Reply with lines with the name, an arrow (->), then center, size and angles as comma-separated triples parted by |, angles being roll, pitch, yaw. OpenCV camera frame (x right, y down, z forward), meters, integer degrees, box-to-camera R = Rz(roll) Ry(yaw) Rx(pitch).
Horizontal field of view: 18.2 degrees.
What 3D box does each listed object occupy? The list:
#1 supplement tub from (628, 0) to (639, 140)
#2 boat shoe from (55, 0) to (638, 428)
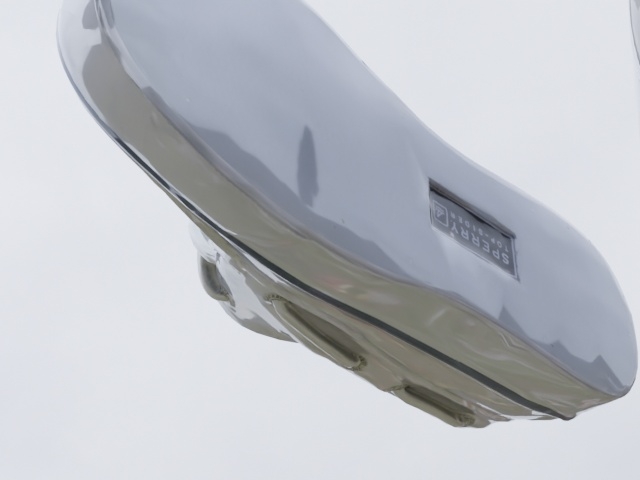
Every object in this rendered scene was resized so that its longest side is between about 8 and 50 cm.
supplement tub -> 0.096, -0.032, 0.388 | 0.071, 0.071, 0.107 | -23, -16, 5
boat shoe -> 0.000, 0.000, 0.656 | 0.084, 0.095, 0.258 | -27, -49, 34
